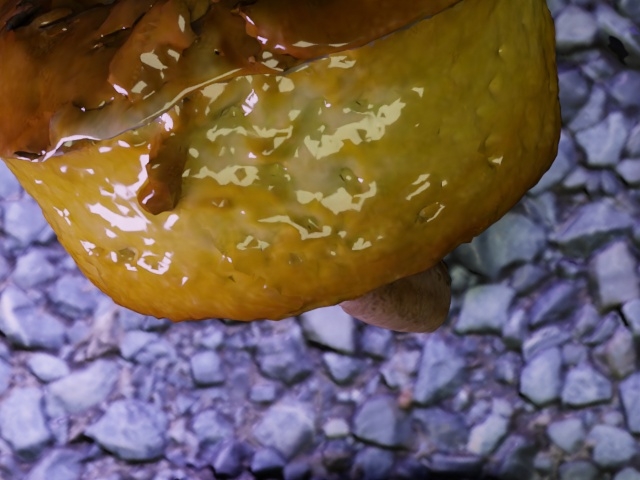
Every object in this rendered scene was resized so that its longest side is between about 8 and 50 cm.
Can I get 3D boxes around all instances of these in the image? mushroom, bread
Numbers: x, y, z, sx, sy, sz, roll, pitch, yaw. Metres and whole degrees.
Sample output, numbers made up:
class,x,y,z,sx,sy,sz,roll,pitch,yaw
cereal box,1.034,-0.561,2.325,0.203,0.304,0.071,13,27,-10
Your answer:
class,x,y,z,sx,sy,sz,roll,pitch,yaw
mushroom,0.002,-0.001,1.061,0.210,0.094,0.072,29,109,-6
bread,-0.018,-0.100,0.886,0.337,0.358,0.204,-23,112,10

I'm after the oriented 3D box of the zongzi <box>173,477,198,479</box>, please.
class,x,y,z,sx,sy,sz,roll,pitch,yaw
zongzi,0.012,0.308,1.157,0.274,0.145,0.300,0,125,-6
